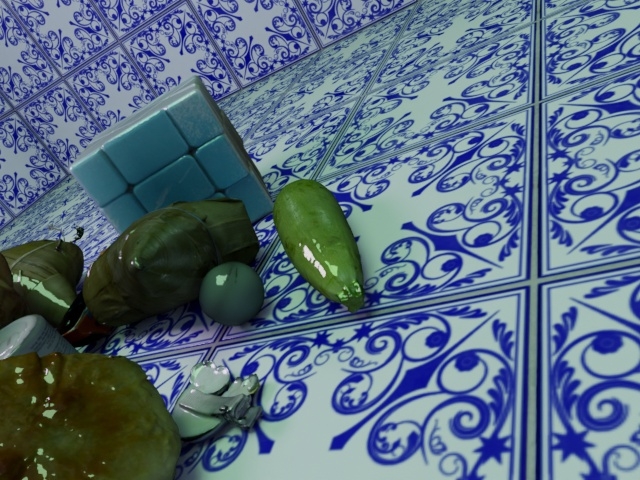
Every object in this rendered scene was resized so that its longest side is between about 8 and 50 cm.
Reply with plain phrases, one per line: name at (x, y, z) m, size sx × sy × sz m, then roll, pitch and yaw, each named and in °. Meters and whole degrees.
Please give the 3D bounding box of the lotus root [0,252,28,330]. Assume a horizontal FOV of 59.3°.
lotus root at (-0.706, 0.124, 1.096) m, size 0.250 × 0.316 × 0.316 m, roll -47°, pitch 6°, yaw 50°

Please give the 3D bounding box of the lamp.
lamp at (-0.140, 0.085, 0.893) m, size 0.105 × 0.105 × 0.105 m, roll -26°, pitch 25°, yaw 13°

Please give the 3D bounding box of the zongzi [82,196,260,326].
zongzi at (-0.326, 0.065, 0.966) m, size 0.356 × 0.174 × 0.393 m, roll -28°, pitch 3°, yaw 19°

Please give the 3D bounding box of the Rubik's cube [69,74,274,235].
Rubik's cube at (-0.332, -0.161, 1.319) m, size 0.322 × 0.315 × 0.319 m, roll -30°, pitch 24°, yaw 1°

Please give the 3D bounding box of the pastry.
pastry at (-0.316, 0.259, 0.623) m, size 0.330 × 0.136 × 0.329 m, roll 9°, pitch 32°, yaw -5°

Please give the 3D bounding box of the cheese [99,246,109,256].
cheese at (-0.615, 0.040, 1.626) m, size 0.047 × 0.017 × 0.111 m, roll -44°, pitch 27°, yaw -17°

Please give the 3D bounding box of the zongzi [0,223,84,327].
zongzi at (-0.641, 0.098, 1.439) m, size 0.418 × 0.181 × 0.447 m, roll 10°, pitch 18°, yaw 16°

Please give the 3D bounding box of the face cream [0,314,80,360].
face cream at (-0.516, 0.239, 0.986) m, size 0.177 × 0.153 × 0.177 m, roll -27°, pitch 25°, yaw 14°

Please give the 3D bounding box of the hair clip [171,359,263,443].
hair clip at (-0.144, 0.211, 0.735) m, size 0.172 × 0.049 × 0.116 m, roll -7°, pitch 30°, yaw 47°

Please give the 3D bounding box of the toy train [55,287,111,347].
toy train at (-0.466, 0.106, 1.248) m, size 0.086 × 0.089 × 0.409 m, roll -27°, pitch 26°, yaw 16°

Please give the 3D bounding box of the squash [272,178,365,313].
squash at (-0.007, -0.002, 0.891) m, size 0.118 × 0.118 × 0.370 m, roll -30°, pitch 28°, yaw 5°
